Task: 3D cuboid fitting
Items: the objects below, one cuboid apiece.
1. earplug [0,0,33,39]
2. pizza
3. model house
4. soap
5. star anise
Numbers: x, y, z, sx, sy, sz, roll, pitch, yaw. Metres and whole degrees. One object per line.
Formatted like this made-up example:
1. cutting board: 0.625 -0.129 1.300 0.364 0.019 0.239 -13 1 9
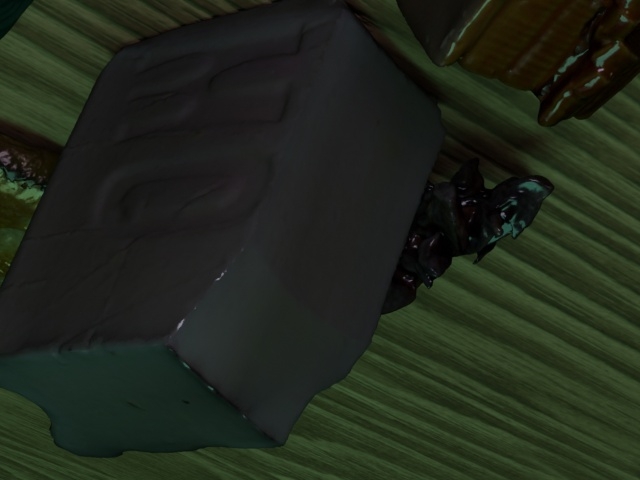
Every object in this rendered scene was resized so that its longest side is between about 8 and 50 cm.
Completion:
1. earplug: -0.372 -0.275 1.422 0.257 0.164 0.280 7 138 33
2. pizza: -0.448 -0.060 1.901 0.391 0.080 0.435 -2 149 25
3. model house: 0.206 -0.208 1.290 0.229 0.220 0.199 19 127 -26
4. soap: -0.111 -0.010 1.496 0.350 0.435 0.213 -3 142 32
5. star anise: 0.123 -0.006 1.629 0.282 0.212 0.129 -38 101 23
